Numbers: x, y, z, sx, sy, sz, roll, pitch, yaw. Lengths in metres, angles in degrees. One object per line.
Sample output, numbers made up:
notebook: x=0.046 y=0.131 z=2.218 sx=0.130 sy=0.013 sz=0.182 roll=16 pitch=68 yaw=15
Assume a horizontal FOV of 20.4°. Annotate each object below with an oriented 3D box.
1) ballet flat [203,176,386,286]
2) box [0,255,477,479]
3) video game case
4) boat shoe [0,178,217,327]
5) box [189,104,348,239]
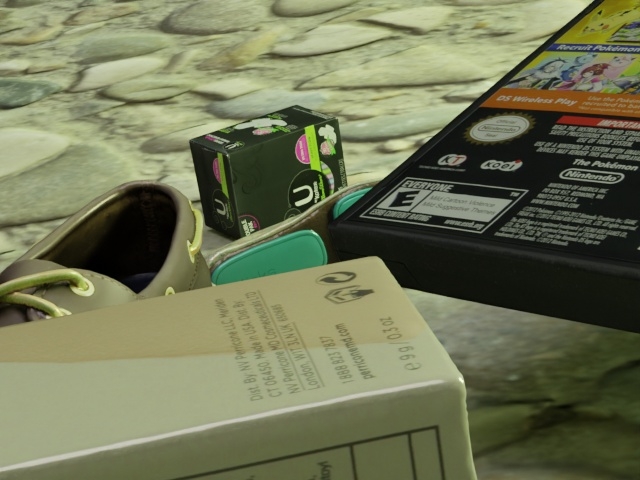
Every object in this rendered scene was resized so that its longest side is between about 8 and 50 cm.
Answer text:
ballet flat: x=0.000 y=0.000 z=1.009 sx=0.168 sy=0.057 sz=0.052 roll=-17 pitch=11 yaw=-19
box: x=-0.110 y=0.113 z=0.552 sx=0.311 sy=0.148 sz=0.121 roll=-9 pitch=19 yaw=-8
video game case: x=0.179 y=-0.046 z=0.751 sx=0.275 sy=0.035 sz=0.248 roll=9 pitch=41 yaw=46
boat shoe: x=-0.124 y=0.053 z=0.816 sx=0.117 sy=0.096 sz=0.324 roll=-3 pitch=14 yaw=17
box: x=-0.032 y=-0.043 z=1.130 sx=0.083 sy=0.062 sz=0.052 roll=-20 pitch=23 yaw=-27
